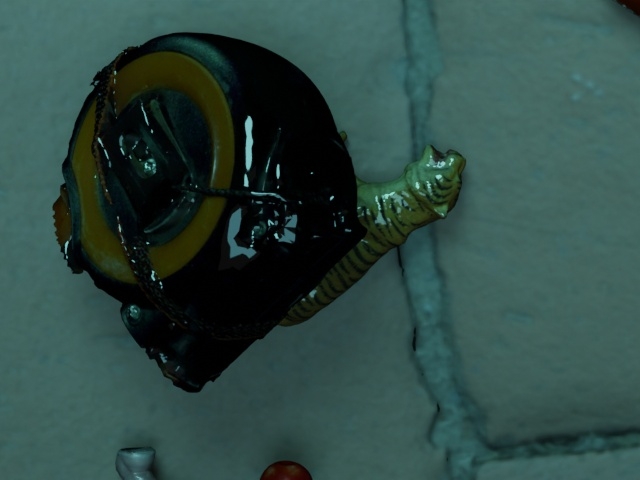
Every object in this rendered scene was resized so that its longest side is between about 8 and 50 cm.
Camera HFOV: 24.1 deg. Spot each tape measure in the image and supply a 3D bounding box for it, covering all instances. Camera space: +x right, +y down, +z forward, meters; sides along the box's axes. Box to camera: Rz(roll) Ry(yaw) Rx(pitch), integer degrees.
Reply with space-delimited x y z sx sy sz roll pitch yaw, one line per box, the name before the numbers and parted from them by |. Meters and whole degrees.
tape measure | -0.082 -0.036 1.036 0.202 0.135 0.223 -45 61 25

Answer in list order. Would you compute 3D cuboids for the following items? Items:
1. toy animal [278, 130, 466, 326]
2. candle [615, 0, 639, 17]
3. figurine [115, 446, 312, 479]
toy animal | 0.000 0.000 1.120 0.241 0.057 0.099 -42 101 11
candle | 0.291 -0.153 1.072 0.302 0.059 0.084 26 95 -6
figurine | -0.091 0.307 1.156 0.176 0.186 0.287 6 90 -26
